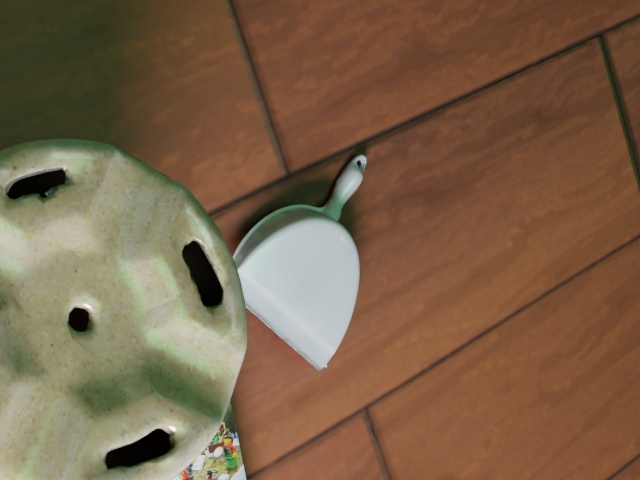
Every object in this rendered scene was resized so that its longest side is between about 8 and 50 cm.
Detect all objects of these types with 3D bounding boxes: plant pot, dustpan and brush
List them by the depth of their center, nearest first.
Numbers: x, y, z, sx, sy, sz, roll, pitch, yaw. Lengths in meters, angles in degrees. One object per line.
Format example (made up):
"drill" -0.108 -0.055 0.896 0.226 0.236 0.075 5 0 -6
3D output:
"plant pot" -0.217 0.073 0.838 0.333 0.305 0.334 10 72 -32
"dustpan and brush" 0.000 0.000 1.197 0.147 0.060 0.211 44 72 -29

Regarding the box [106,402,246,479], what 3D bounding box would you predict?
"box" -0.176 0.209 1.063 0.233 0.044 0.159 -16 99 -35
